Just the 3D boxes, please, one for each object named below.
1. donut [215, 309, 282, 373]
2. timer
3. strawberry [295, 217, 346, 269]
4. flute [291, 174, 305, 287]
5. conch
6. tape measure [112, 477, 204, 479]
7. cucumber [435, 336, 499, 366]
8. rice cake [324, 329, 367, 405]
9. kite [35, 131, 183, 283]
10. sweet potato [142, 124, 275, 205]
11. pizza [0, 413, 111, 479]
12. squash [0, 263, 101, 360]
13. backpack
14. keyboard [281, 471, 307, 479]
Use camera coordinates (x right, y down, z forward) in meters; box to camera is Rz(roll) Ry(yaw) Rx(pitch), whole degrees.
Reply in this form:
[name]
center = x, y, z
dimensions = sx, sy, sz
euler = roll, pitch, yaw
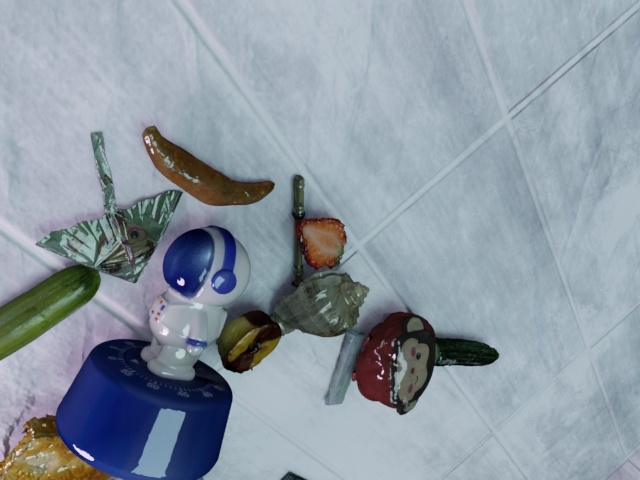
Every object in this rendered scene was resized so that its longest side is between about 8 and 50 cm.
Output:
[donut]
center = -0.138, 0.189, 1.085
dimensions = 0.140, 0.059, 0.140
euler = -32, 151, -20
[timer]
center = -0.232, 0.156, 0.939
dimensions = 0.270, 0.270, 0.384
euler = 20, 94, -38
[strawberry]
center = -0.002, -0.001, 1.065
dimensions = 0.152, 0.048, 0.104
euler = 37, 79, -47
[flute]
center = -0.040, -0.013, 1.061
dimensions = 0.027, 0.027, 0.233
euler = -14, 125, -23
[conch]
center = -0.004, 0.123, 1.127
dimensions = 0.207, 0.130, 0.155
euler = -19, 118, 10
[tape measure]
center = -0.347, 0.541, 1.124
dimensions = 0.265, 0.130, 0.258
euler = -27, 145, -20
[cucumber]
center = 0.344, 0.281, 1.447
dimensions = 0.265, 0.077, 0.077
euler = 9, 114, -36
[rice cake]
center = 0.056, 0.292, 1.305
dimensions = 0.043, 0.034, 0.211
euler = 1, 118, -30
[kite]
center = -0.313, -0.040, 0.871
dimensions = 0.229, 0.012, 0.250
euler = -23, 119, -30
[sweet potato]
center = -0.178, -0.098, 0.907
dimensions = 0.255, 0.058, 0.078
euler = 22, 86, -43
[pizza]
center = -0.447, 0.365, 1.010
dimensions = 0.335, 0.086, 0.226
euler = -19, 133, -14
[squash]
center = -0.442, 0.115, 0.877
dimensions = 0.238, 0.069, 0.069
euler = -34, 130, -9
[backpack]
center = 0.180, 0.262, 1.292
dimensions = 0.229, 0.138, 0.229
euler = -17, 113, -47
[keyboard]
center = -0.044, 0.647, 1.487
dimensions = 0.067, 0.011, 0.202
euler = -45, 131, 0
